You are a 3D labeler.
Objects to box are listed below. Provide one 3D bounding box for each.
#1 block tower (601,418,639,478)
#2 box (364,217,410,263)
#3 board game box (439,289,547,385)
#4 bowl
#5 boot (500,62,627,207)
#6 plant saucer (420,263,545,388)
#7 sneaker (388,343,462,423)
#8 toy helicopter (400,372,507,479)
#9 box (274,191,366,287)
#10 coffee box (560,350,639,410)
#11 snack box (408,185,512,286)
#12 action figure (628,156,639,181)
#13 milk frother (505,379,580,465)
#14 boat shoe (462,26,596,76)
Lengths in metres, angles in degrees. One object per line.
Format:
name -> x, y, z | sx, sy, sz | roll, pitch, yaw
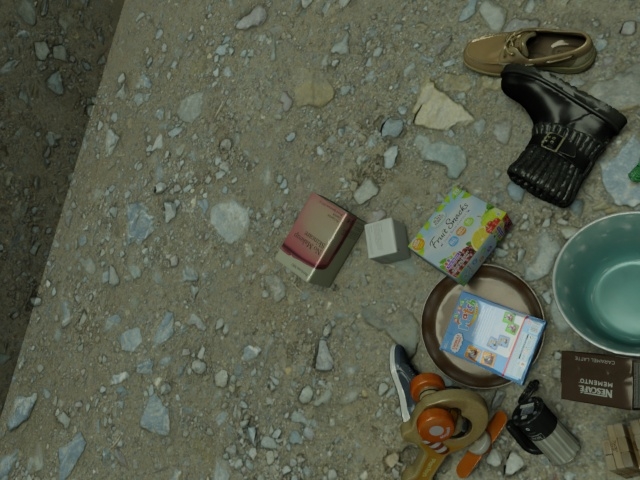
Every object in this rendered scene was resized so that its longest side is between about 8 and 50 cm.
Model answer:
block tower -> 0.728, 0.381, 1.114 | 0.335, 0.097, 0.091 | -29, 45, 36
box -> 0.186, 0.003, 1.600 | 0.087, 0.102, 0.101 | -16, 71, 29
board game box -> 0.415, 0.231, 1.394 | 0.212, 0.039, 0.160 | 21, 90, 32
bowl -> 0.674, 0.108, 1.235 | 0.312, 0.163, 0.311 | -12, 65, 27
boot -> 0.536, -0.267, 1.434 | 0.348, 0.131, 0.260 | 41, 101, 30
plant saucer -> 0.406, 0.214, 1.454 | 0.311, 0.050, 0.310 | -7, 77, 30
sneaker -> 0.272, 0.361, 1.477 | 0.163, 0.086, 0.226 | -23, 70, 27
toy helicopter -> 0.296, 0.491, 1.381 | 0.140, 0.235, 0.355 | -91, 16, -59
box -> 0.000, 0.000, 1.697 | 0.149, 0.127, 0.232 | 33, 97, 31
coffee box -> 0.614, 0.287, 1.178 | 0.141, 0.247, 0.098 | -5, 76, 50
snack box -> 0.358, -0.013, 1.489 | 0.207, 0.070, 0.174 | -51, 48, -1
action figure -> 0.787, -0.227, 1.298 | 0.232, 0.137, 0.063 | -53, 35, 20
milk frother -> 0.514, 0.412, 1.324 | 0.134, 0.129, 0.143 | 48, 64, -6
boat shoe -> 0.530, -0.506, 1.502 | 0.341, 0.110, 0.121 | 9, 84, 32
